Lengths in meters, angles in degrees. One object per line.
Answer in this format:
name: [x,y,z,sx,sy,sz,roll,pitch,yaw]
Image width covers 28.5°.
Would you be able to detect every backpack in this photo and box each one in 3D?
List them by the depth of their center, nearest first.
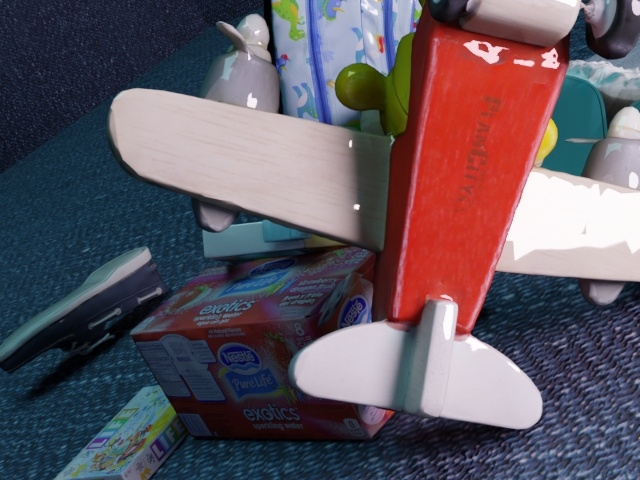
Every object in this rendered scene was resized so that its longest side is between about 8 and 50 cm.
backpack: [0.050,-0.214,1.504,0.273,0.355,0.290,-13,23,28]

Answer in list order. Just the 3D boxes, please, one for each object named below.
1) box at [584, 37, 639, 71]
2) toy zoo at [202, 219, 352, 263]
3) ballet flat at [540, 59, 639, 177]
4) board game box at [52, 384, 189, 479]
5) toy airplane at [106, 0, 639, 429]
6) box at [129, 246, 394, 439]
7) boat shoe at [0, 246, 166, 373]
box: [0.373,-0.187,1.412,0.126,0.072,0.137,-31,18,-7]
toy zoo: [0.000,0.000,1.228,0.192,0.030,0.293,-5,-4,6]
ballet flat: [0.325,-0.101,1.206,0.147,0.147,0.409,-34,21,-17]
board game box: [-0.180,0.195,1.245,0.103,0.026,0.154,-14,22,39]
toy airplane: [0.090,-0.048,0.968,0.384,0.386,0.272,-34,19,1]
box: [-0.035,0.095,1.141,0.257,0.128,0.122,-9,26,47]
boat shoe: [-0.303,0.101,1.610,0.095,0.079,0.254,-12,21,48]
